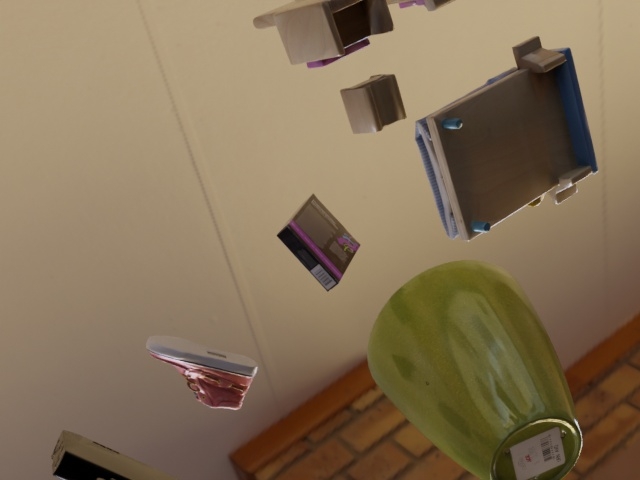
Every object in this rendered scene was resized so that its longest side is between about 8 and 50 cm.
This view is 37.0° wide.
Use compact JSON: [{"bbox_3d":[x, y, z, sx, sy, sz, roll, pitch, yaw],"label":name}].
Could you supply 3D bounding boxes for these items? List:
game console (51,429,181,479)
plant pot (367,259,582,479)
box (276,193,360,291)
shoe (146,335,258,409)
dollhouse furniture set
[{"bbox_3d":[-0.236,0.342,1.227,0.213,0.361,0.044,29,-94,-17],"label":"game console"},{"bbox_3d":[0.243,0.216,1.379,0.274,0.293,0.275,-8,-61,-15],"label":"plant pot"},{"bbox_3d":[0.000,0.000,1.468,0.029,0.162,0.116,-40,-84,25],"label":"box"},{"bbox_3d":[-0.189,0.205,1.463,0.177,0.063,0.081,17,-80,-20],"label":"shoe"},{"bbox_3d":[0.092,-0.127,0.967,0.286,0.198,0.304,-31,-69,-31],"label":"dollhouse furniture set"}]
